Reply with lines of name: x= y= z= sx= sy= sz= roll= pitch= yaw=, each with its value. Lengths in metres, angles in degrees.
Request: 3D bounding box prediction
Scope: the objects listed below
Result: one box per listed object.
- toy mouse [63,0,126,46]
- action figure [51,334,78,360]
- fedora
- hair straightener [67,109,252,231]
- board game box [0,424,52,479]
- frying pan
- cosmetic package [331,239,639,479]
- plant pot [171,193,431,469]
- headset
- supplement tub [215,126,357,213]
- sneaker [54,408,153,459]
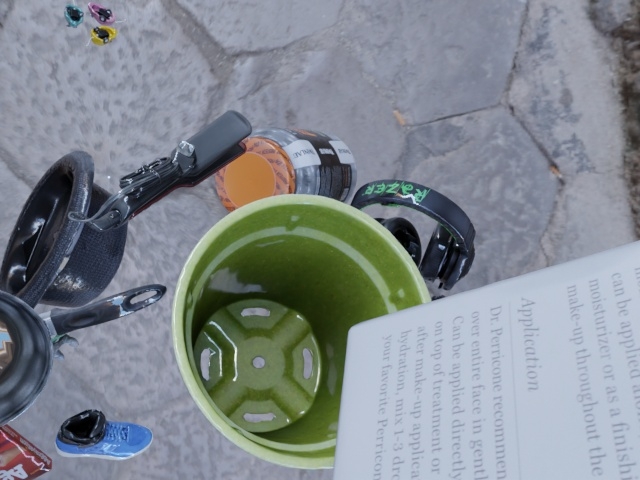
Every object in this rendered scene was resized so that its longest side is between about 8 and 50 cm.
toy mouse: x=-0.494 y=-0.472 z=1.473 sx=0.143 sy=0.031 sz=0.161 roll=44 pitch=41 yaw=2
action figure: x=-0.516 y=0.230 z=1.205 sx=0.063 sy=0.232 sz=0.137 roll=45 pitch=112 yaw=-2
fedora: x=-0.468 y=0.005 z=1.305 sx=0.152 sy=0.334 sz=0.334 roll=27 pitch=87 yaw=-39
hair straightener: x=-0.165 y=-0.082 z=0.737 sx=0.230 sy=0.089 sz=0.047 roll=-34 pitch=77 yaw=-31
board game box: x=-0.628 y=0.419 z=1.190 sx=0.281 sy=0.027 sz=0.145 roll=-30 pitch=128 yaw=1
frying pan: x=-0.369 y=0.097 z=0.813 sx=0.326 sy=0.053 sz=0.197 roll=-41 pitch=123 yaw=-8
cosmetic package: x=0.228 y=0.113 z=0.305 sx=0.161 sy=0.453 sz=0.230 roll=45 pitch=38 yaw=-34
plant pot: x=-0.045 y=0.122 z=0.796 sx=0.275 sy=0.254 sz=0.276 roll=6 pitch=69 yaw=-16
headset: x=0.184 y=0.046 z=1.350 sx=0.185 sy=0.243 sz=0.394 roll=-66 pitch=146 yaw=-27
supplement tub: x=-0.063 y=-0.126 z=1.372 sx=0.193 sy=0.316 sz=0.194 roll=3 pitch=98 yaw=22
sneaker: x=-0.336 y=0.305 z=1.091 sx=0.152 sy=0.085 sz=0.058 roll=7 pitch=51 yaw=-21
